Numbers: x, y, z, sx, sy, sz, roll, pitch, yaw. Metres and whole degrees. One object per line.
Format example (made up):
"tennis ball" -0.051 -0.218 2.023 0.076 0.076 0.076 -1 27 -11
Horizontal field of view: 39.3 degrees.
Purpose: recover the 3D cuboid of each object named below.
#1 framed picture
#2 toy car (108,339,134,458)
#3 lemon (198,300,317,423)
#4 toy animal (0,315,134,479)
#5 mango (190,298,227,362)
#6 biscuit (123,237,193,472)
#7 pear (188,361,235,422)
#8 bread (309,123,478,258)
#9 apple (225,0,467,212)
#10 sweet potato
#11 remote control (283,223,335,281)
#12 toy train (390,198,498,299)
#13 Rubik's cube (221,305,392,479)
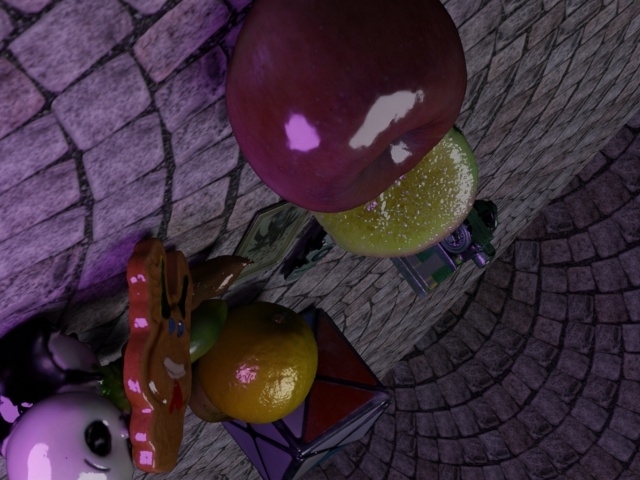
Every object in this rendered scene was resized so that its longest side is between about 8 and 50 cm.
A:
"framed picture" -0.092 -0.001 1.628 0.173 0.010 0.231 -25 157 -41
"toy car" -0.355 0.265 1.452 0.248 0.200 0.142 -31 125 4
"lemon" -0.116 0.228 1.786 0.240 0.240 0.219 -17 139 -53
"toy animal" -0.363 0.250 1.256 0.213 0.267 0.212 -38 159 -18
"mango" -0.230 0.167 1.589 0.122 0.085 0.191 -42 179 14
"biscuit" -0.227 0.164 1.296 0.047 0.333 0.202 -3 164 12
"pear" -0.214 0.327 1.961 0.167 0.136 0.167 -16 160 -6
"bread" 0.113 -0.088 1.441 0.301 0.301 0.045 -52 -159 32
"apple" 0.023 -0.183 1.041 0.306 0.235 0.305 -34 164 -11
"sweet potato" -0.212 0.079 1.497 0.226 0.068 0.068 -32 167 21
"remote control" 0.001 0.002 1.785 0.097 0.045 0.256 -18 155 -49
"toy train" 0.181 -0.056 1.605 0.120 0.300 0.202 -28 168 -47
"Rubik's cube" -0.052 0.396 2.202 0.305 0.307 0.310 -30 160 -30
